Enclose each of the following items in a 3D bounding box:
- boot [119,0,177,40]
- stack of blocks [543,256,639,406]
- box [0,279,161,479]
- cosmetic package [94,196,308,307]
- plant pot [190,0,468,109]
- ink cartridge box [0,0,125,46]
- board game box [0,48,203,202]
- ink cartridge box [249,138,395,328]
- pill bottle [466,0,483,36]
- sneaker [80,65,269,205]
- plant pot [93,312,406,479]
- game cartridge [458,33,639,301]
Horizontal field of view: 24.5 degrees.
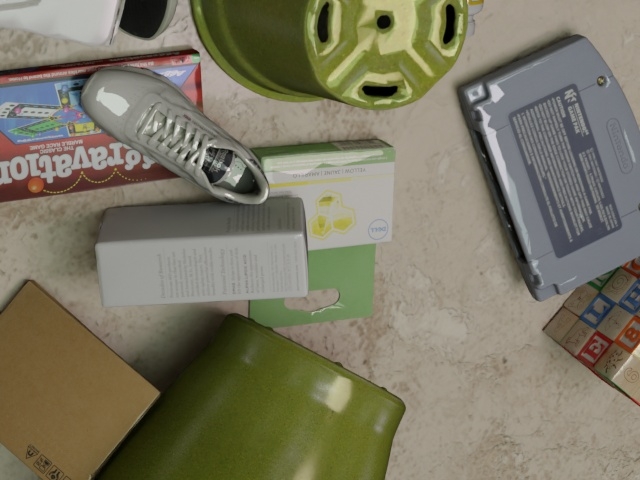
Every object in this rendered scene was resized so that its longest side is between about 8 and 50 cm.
[{"bbox_3d":[-0.163,-0.345,1.570,0.088,0.176,0.244,20,140,7],"label":"boot"},{"bbox_3d":[0.446,0.055,1.901,0.087,0.171,0.297,39,91,-28],"label":"stack of blocks"},{"bbox_3d":[-0.305,0.171,1.674,0.201,0.021,0.164,40,90,7],"label":"box"},{"bbox_3d":[-0.130,0.013,1.658,0.231,0.117,0.085,-4,112,1],"label":"cosmetic package"},{"bbox_3d":[0.027,-0.254,1.579,0.276,0.254,0.276,-7,111,-19],"label":"plant pot"},{"bbox_3d":[-0.317,-0.295,1.400,0.226,0.306,0.131,9,106,-24],"label":"ink cartridge box"},{"bbox_3d":[-0.267,-0.125,1.640,0.281,0.027,0.145,-9,113,-18],"label":"board game box"},{"bbox_3d":[0.000,0.000,1.775,0.171,0.056,0.235,-6,109,-19],"label":"ink cartridge box"},{"bbox_3d":[0.159,-0.298,1.721,0.065,0.065,0.116,-5,110,-20],"label":"pill bottle"},{"bbox_3d":[-0.154,-0.114,1.620,0.235,0.095,0.090,29,97,-27],"label":"sneaker"},{"bbox_3d":[-0.079,0.288,1.707,0.366,0.366,0.353,31,84,-27],"label":"plant pot"},{"bbox_3d":[0.307,-0.094,1.842,0.198,0.062,0.297,-26,108,-14],"label":"game cartridge"}]
